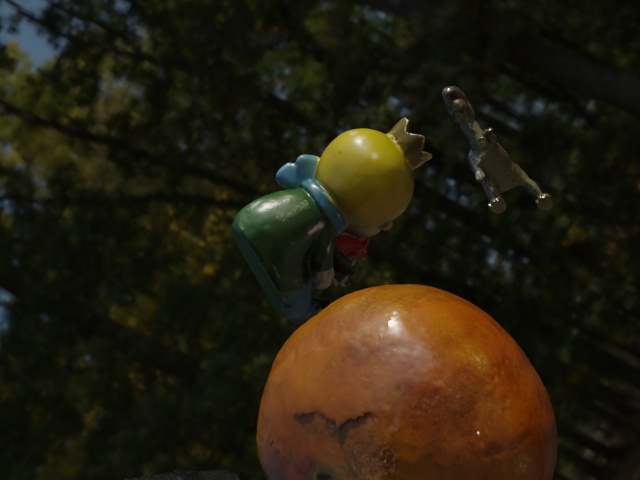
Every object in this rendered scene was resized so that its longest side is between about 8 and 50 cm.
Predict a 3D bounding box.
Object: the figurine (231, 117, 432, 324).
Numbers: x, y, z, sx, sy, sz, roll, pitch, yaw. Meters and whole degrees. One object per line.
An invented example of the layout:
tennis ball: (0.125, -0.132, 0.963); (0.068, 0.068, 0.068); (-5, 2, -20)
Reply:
figurine: (0.029, -0.023, 1.525); (0.234, 0.127, 0.185); (-37, -53, -15)

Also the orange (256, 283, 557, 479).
orange: (0.073, 0.182, 1.231); (0.226, 0.284, 0.284); (-12, -48, -47)

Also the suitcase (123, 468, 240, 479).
suitcase: (-0.097, 0.394, 1.399); (0.335, 0.152, 0.230); (-152, 64, -63)

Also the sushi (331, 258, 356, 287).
sushi: (0.000, 0.000, 1.902); (0.126, 0.026, 0.120); (8, -85, -39)

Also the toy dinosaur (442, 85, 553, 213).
toy dinosaur: (0.252, -0.107, 1.950); (0.072, 0.200, 0.251); (-39, -38, 13)
